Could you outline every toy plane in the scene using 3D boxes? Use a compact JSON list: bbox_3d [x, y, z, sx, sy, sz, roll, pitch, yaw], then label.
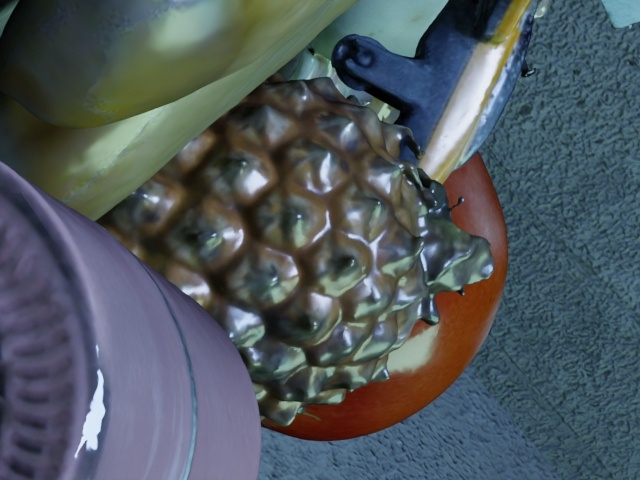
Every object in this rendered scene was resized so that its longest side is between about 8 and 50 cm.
[{"bbox_3d":[0.084,-0.149,0.872,0.316,0.103,0.204,-56,-176,-8],"label":"toy plane"}]

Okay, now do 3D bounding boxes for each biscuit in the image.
[{"bbox_3d":[-0.008,-0.104,0.618,0.291,0.062,0.237,-43,-176,-33],"label":"biscuit"}]

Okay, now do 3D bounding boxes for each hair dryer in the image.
[{"bbox_3d":[-0.195,0.100,0.524,0.352,0.125,0.210,-26,167,3],"label":"hair dryer"}]

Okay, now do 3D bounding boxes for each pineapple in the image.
[{"bbox_3d":[-0.023,0.005,0.766,0.193,0.166,0.166,3,-177,-1],"label":"pineapple"}]

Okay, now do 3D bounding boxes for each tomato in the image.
[{"bbox_3d":[0.000,0.000,1.506,0.321,0.321,0.321,-40,-177,2],"label":"tomato"}]

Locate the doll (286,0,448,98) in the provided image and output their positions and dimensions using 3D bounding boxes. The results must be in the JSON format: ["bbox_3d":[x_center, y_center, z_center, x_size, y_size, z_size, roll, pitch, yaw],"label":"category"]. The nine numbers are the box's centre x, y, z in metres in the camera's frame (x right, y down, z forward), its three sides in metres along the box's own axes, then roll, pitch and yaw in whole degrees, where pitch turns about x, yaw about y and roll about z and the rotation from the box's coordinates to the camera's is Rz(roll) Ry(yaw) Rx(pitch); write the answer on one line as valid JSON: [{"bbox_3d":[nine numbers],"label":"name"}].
[{"bbox_3d":[0.077,-0.178,1.072,0.275,0.113,0.155,-31,178,28],"label":"doll"}]

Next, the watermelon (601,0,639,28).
[{"bbox_3d":[0.246,-0.223,0.709,0.320,0.213,0.289,-33,157,-22],"label":"watermelon"}]

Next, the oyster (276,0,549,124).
[{"bbox_3d":[0.026,-0.111,1.243,0.337,0.133,0.198,-31,171,8],"label":"oyster"}]
